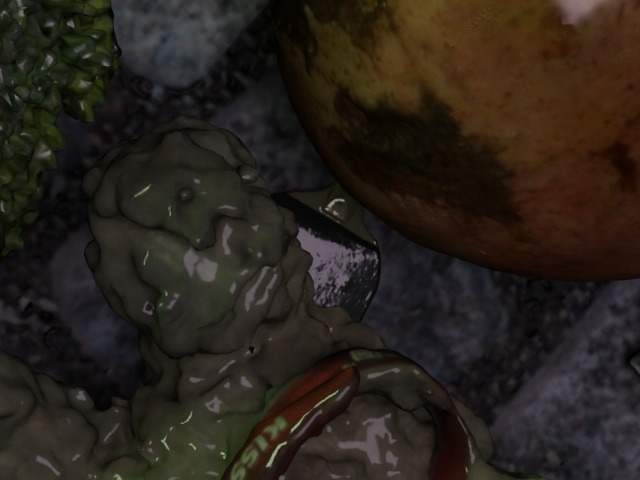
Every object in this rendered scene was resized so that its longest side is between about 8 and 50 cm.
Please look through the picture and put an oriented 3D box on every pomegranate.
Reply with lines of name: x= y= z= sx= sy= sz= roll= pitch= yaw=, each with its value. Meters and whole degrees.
pomegranate: x=0.126 y=-0.139 z=0.791 sx=0.322 sy=0.322 sz=0.322 roll=0 pitch=91 yaw=-16

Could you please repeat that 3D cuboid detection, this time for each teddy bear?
teddy bear: x=-0.071 y=0.180 z=0.776 sx=0.367 sy=0.224 sz=0.357 roll=-44 pitch=88 yaw=-8

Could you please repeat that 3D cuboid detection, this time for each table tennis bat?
table tennis bat: x=0.000 y=0.000 z=0.889 sx=0.087 sy=0.013 sz=0.156 roll=32 pitch=83 yaw=-13

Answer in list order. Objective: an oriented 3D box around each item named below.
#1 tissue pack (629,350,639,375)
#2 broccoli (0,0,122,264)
tissue pack: x=0.324 y=0.060 z=0.912 sx=0.229 sy=0.145 sz=0.159 roll=-38 pitch=101 yaw=-12
broccoli: x=-0.234 y=-0.073 z=0.699 sx=0.288 sy=0.235 sz=0.260 roll=-26 pitch=90 yaw=-8
